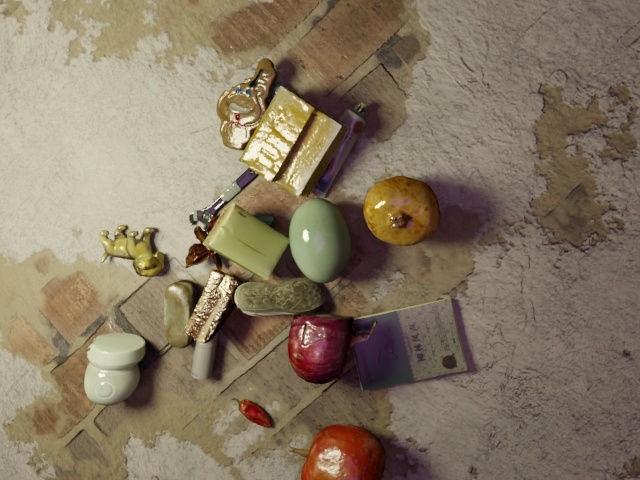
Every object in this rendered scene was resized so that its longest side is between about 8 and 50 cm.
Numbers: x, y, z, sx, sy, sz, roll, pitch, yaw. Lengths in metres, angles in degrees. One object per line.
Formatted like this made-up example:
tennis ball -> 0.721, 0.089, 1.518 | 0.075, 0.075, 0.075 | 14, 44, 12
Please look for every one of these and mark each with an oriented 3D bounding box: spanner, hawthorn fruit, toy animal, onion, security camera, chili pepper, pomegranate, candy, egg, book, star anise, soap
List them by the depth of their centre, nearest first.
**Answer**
pomegranate -> 0.258, -0.092, 1.316 | 0.248, 0.248, 0.248 | 0, 95, 5
soap -> -0.087, -0.314, 1.352 | 0.259, 0.143, 0.281 | 33, 106, 5
egg -> 0.000, 0.000, 1.360 | 0.203, 0.203, 0.282 | -6, 92, 6
onion -> 0.001, 0.356, 1.369 | 0.273, 0.256, 0.230 | 6, 85, 34
hawthorn fruit -> 0.050, 0.759, 1.396 | 0.330, 0.287, 0.287 | 16, 96, 9
star anise -> -0.374, 0.009, 1.438 | 0.213, 0.111, 0.196 | -11, 131, -13
book -> 0.299, 0.365, 1.451 | 0.379, 0.031, 0.264 | -14, 92, 6
spanner -> -0.338, -0.147, 1.472 | 0.316, 0.024, 0.087 | -40, 92, 6
toy animal -> -0.669, 0.033, 1.474 | 0.233, 0.121, 0.168 | 17, 107, 7
candy -> -0.494, 0.260, 1.478 | 0.102, 0.104, 0.233 | 5, 95, 4
security camera -> -0.736, 0.468, 1.481 | 0.195, 0.194, 0.236 | 11, 99, 4
chili pepper -> -0.247, 0.628, 1.517 | 0.191, 0.050, 0.059 | 42, 94, -12

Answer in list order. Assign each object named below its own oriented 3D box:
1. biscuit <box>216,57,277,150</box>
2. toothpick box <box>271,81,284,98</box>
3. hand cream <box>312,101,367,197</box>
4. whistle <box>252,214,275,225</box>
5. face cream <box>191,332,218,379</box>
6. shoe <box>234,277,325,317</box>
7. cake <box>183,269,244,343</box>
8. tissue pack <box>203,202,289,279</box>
biscuit -> -0.249, -0.460, 1.396 | 0.183, 0.047, 0.320 | 44, 108, 5
toothpick box -> -0.132, -0.493, 1.405 | 0.083, 0.052, 0.052 | 43, 97, -1
hand cream -> 0.051, -0.314, 1.400 | 0.124, 0.078, 0.340 | 35, 102, 2
whistle -> -0.255, -0.073, 1.461 | 0.186, 0.039, 0.039 | 3, 95, 5
face cream -> -0.412, 0.367, 1.494 | 0.077, 0.077, 0.250 | 10, 96, 4
shoe -> -0.151, 0.210, 1.440 | 0.316, 0.159, 0.124 | 4, 64, -23
cake -> -0.358, 0.228, 1.442 | 0.112, 0.135, 0.246 | 26, 92, 9
tissue pack -> -0.244, 0.005, 1.368 | 0.234, 0.125, 0.159 | 35, 76, -23
